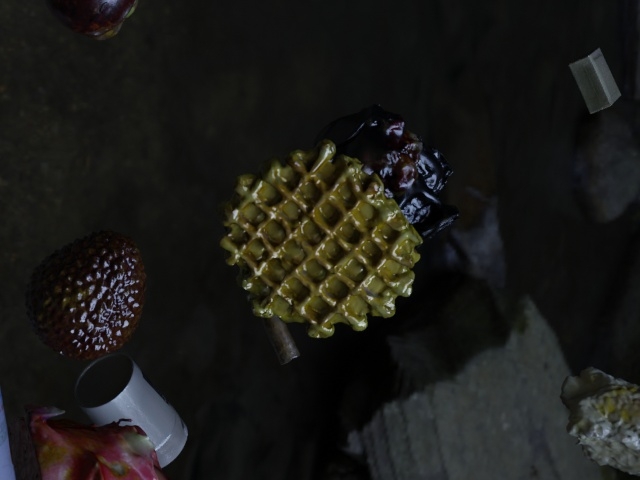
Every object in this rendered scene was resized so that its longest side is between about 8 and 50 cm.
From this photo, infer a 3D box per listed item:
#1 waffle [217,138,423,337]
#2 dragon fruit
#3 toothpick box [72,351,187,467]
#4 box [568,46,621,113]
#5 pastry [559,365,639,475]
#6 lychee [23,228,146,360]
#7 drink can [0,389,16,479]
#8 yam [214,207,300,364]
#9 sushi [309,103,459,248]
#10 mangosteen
[{"bbox_3d":[-0.003,0.004,0.944,0.038,0.191,0.191,-75,162,-68],"label":"waffle"},{"bbox_3d":[-0.292,0.396,1.357,0.249,0.371,0.386,0,104,-28],"label":"dragon fruit"},{"bbox_3d":[-0.297,0.272,1.654,0.180,0.111,0.111,61,44,-39],"label":"toothpick box"},{"bbox_3d":[0.392,-0.229,1.500,0.079,0.035,0.083,64,30,-5],"label":"box"},{"bbox_3d":[0.381,0.211,1.121,0.121,0.259,0.089,-66,163,-57],"label":"pastry"},{"bbox_3d":[-0.449,0.104,2.032,0.271,0.236,0.236,-55,152,4],"label":"lychee"},{"bbox_3d":[-0.306,0.143,0.857,0.097,0.097,0.235,-23,110,-60],"label":"drink can"},{"bbox_3d":[-0.122,0.083,2.030,0.045,0.045,0.326,145,-79,-85],"label":"yam"},{"bbox_3d":[0.067,-0.089,1.303,0.150,0.153,0.172,48,11,-33],"label":"sushi"},{"bbox_3d":[-0.349,-0.391,1.675,0.181,0.146,0.155,34,67,-55],"label":"mangosteen"}]
